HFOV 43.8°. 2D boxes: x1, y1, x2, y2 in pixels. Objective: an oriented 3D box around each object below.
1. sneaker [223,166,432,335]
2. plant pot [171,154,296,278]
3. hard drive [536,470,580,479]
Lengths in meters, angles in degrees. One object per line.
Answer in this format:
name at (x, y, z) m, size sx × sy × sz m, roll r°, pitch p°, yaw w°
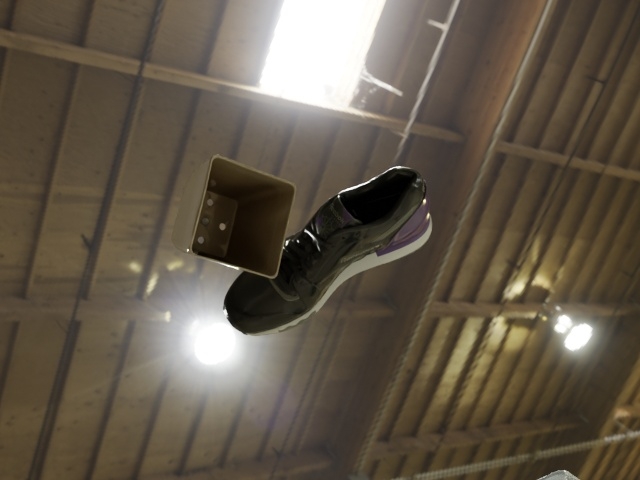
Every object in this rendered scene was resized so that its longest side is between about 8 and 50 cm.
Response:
sneaker at (0.000, 0.000, 0.940) m, size 0.283 × 0.107 × 0.124 m, roll -32°, pitch -27°, yaw -8°
plant pot at (-0.106, -0.024, 0.882) m, size 0.109 × 0.096 × 0.109 m, roll 19°, pitch -101°, yaw -33°
hard drive at (0.322, 0.398, 0.888) m, size 0.353 × 0.047 × 0.233 m, roll 34°, pitch -47°, yaw -11°
